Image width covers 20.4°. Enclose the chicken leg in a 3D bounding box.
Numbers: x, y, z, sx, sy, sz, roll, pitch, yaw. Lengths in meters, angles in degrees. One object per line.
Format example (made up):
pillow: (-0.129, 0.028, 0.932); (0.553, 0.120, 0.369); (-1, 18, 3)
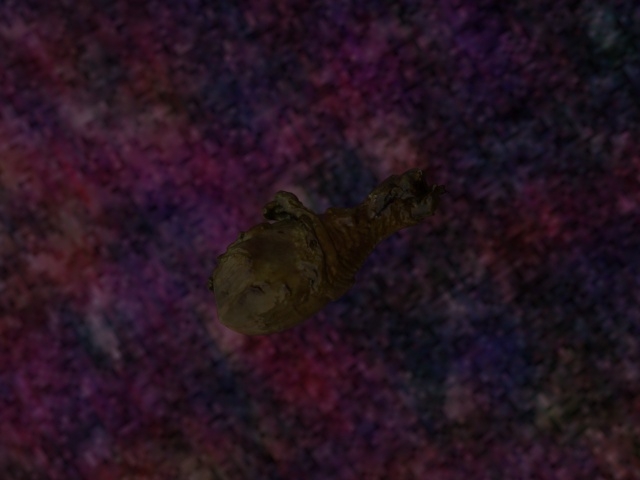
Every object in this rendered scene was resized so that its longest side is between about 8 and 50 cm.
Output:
chicken leg: (0.000, 0.000, 1.539); (0.088, 0.228, 0.103); (59, 168, -31)
